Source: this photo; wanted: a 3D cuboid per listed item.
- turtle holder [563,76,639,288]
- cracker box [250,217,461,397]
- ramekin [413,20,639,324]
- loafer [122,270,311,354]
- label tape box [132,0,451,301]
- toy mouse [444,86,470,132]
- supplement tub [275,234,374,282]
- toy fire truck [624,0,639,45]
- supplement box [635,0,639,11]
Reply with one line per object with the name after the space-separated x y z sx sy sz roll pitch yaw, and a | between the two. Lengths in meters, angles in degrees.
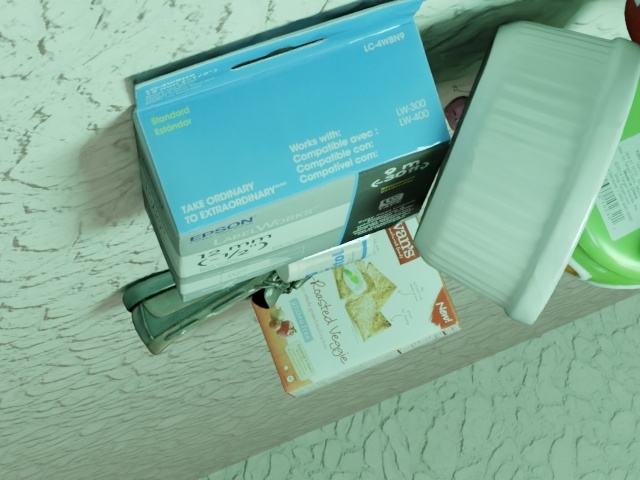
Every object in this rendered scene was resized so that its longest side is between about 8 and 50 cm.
0.339 -0.094 1.803 0.320 0.243 0.227 -58 -165 -19 | turtle holder
0.040 0.079 2.106 0.232 0.156 0.067 -23 167 4 | cracker box
0.178 -0.072 1.517 0.127 0.273 0.273 22 165 2 | ramekin
-0.091 0.057 1.959 0.267 0.084 0.096 -19 167 -13 | loafer
-0.026 -0.071 1.475 0.249 0.115 0.348 -20 169 -9 | label tape box
0.175 -0.138 1.708 0.161 0.031 0.143 -29 166 29 | toy mouse
0.000 0.000 1.905 0.107 0.071 0.071 -18 167 -16 | supplement tub
0.436 -0.163 1.522 0.302 0.254 0.169 -11 164 -37 | toy fire truck
0.314 -0.263 1.194 0.239 0.130 0.073 -20 167 -11 | supplement box
